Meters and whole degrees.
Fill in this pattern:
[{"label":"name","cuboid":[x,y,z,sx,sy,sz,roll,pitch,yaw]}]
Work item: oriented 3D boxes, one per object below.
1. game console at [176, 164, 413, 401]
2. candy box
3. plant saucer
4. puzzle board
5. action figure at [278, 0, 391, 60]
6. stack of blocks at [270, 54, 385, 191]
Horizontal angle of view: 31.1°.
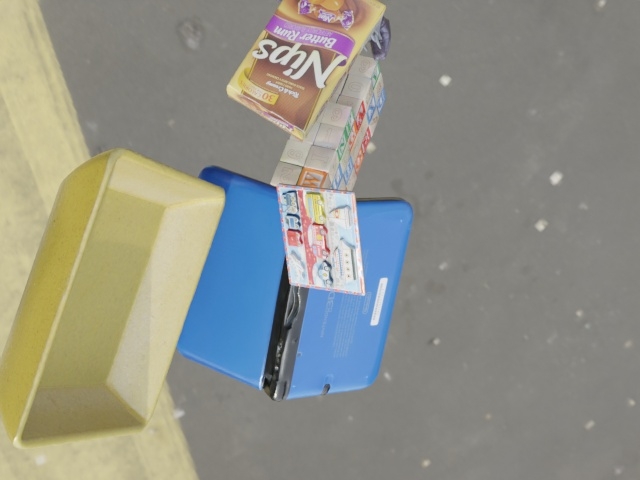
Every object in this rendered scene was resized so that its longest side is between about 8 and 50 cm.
[{"label":"game console","cuboid":[-0.040,0.053,1.589,0.250,0.173,0.293,-3,116,-32]},{"label":"candy box","cuboid":[-0.017,-0.224,1.368,0.109,0.053,0.186,31,82,2]},{"label":"plant saucer","cuboid":[-0.250,0.063,1.342,0.333,0.081,0.332,21,89,-73]},{"label":"puzzle board","cuboid":[0.000,0.000,1.284,0.011,0.096,0.128,-43,134,-50]},{"label":"action figure","cuboid":[0.016,-0.379,1.688,0.285,0.185,0.099,44,58,-56]},{"label":"stack of blocks","cuboid":[0.019,-0.175,1.973,0.171,0.087,0.297,71,36,-63]}]
